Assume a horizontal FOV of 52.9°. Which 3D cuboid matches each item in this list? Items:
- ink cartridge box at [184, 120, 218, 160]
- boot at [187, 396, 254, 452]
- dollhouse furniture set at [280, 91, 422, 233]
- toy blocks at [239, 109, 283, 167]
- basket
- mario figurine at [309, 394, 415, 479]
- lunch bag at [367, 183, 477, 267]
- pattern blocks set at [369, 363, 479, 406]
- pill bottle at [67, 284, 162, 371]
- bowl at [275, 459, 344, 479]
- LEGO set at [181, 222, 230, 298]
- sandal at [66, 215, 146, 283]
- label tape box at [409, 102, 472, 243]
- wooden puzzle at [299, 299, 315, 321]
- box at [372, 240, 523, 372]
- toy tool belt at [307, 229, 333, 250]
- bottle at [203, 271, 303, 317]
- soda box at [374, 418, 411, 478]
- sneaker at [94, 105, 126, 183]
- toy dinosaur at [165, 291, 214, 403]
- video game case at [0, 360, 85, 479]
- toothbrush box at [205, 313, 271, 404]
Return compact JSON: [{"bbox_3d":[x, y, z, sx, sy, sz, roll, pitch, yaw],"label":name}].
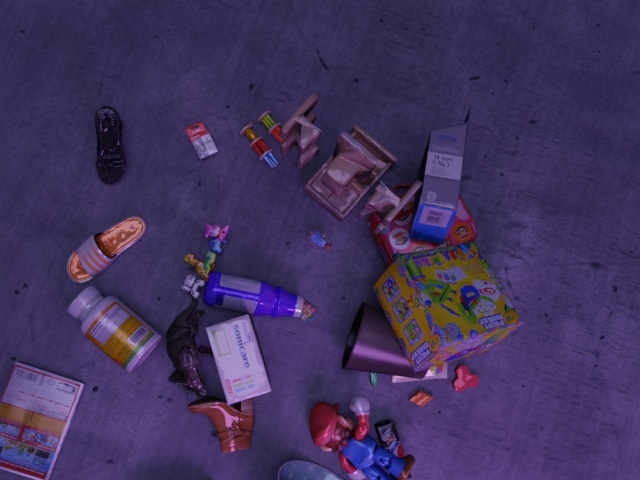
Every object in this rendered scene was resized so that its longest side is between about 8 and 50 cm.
[{"bbox_3d":[-0.363,-0.305,1.952,0.063,0.029,0.115,-26,86,-8],"label":"ink cartridge box"},{"bbox_3d":[-0.279,0.522,1.815,0.197,0.073,0.152,3,88,-20],"label":"boot"},{"bbox_3d":[0.104,-0.228,1.801,0.362,0.394,0.256,40,80,3],"label":"dollhouse furniture set"},{"bbox_3d":[-0.155,-0.305,1.960,0.123,0.054,0.148,-38,88,-9],"label":"toy blocks"},{"bbox_3d":[0.199,0.306,1.846,0.227,0.154,0.204,18,102,-4],"label":"basket"},{"bbox_3d":[0.113,0.568,1.835,0.320,0.170,0.198,36,72,11],"label":"mario figurine"},{"bbox_3d":[0.298,-0.056,1.947,0.293,0.120,0.258,-24,82,-10],"label":"lunch bag"},{"bbox_3d":[0.298,0.351,1.934,0.325,0.026,0.285,-12,84,-7],"label":"pattern blocks set"},{"bbox_3d":[-0.581,0.242,1.804,0.246,0.136,0.136,40,81,1],"label":"pill bottle"},{"bbox_3d":[-0.020,0.763,1.736,0.312,0.311,0.163,30,102,-1],"label":"bowl"},{"bbox_3d":[-0.350,0.046,1.883,0.093,0.087,0.227,24,87,1],"label":"LEGO set"},{"bbox_3d":[-0.627,0.014,1.860,0.265,0.076,0.102,-40,88,-9],"label":"sandal"},{"bbox_3d":[0.333,-0.190,1.802,0.106,0.240,0.333,10,68,4],"label":"label tape box"},{"bbox_3d":[-0.048,0.210,1.927,0.083,0.006,0.049,40,81,0],"label":"wooden puzzle"},{"bbox_3d":[0.350,0.178,1.792,0.290,0.177,0.279,-8,59,-32],"label":"box"},{"bbox_3d":[0.000,0.000,1.937,0.083,0.051,0.052,36,81,-1],"label":"toy tool belt"},{"bbox_3d":[-0.193,0.164,1.861,0.283,0.118,0.092,12,62,-9],"label":"bottle"},{"bbox_3d":[0.210,0.612,1.873,0.053,0.060,0.169,-17,84,-9],"label":"soda box"},{"bbox_3d":[-0.622,-0.287,1.904,0.087,0.130,0.227,-4,111,-11],"label":"sneaker"},{"bbox_3d":[-0.388,0.289,1.822,0.160,0.121,0.313,-30,68,29],"label":"toy dinosaur"},{"bbox_3d":[-0.810,0.507,1.803,0.204,0.025,0.285,19,81,-3],"label":"video game case"},{"bbox_3d":[-0.219,0.316,1.757,0.122,0.283,0.206,-16,85,-8],"label":"toothbrush box"}]
